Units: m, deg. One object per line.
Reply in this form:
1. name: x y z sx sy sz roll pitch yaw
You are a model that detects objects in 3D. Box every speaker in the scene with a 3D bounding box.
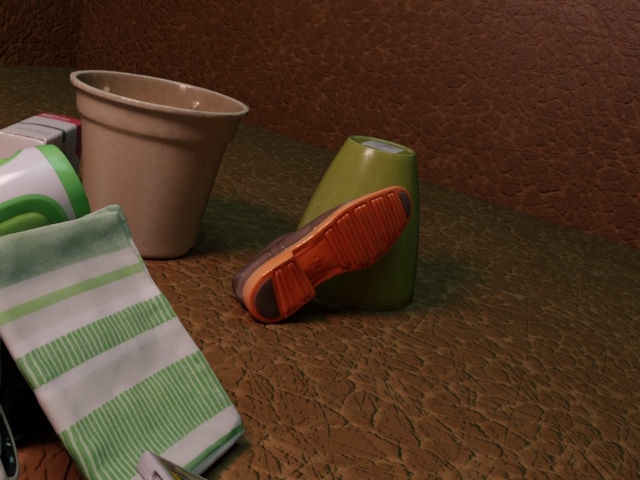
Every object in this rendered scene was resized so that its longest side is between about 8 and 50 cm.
1. speaker: -0.427 -0.006 0.899 0.297 0.131 0.131 -29 38 -27

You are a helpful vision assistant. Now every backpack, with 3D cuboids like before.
1. backpack: -0.344 0.110 0.896 0.144 0.188 0.166 22 20 25

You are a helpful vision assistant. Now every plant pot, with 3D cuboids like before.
1. plant pot: -0.332 -0.142 1.505 0.334 0.305 0.334 12 16 -4
2. plant pot: 0.087 -0.052 1.550 0.275 0.293 0.275 12 17 -4

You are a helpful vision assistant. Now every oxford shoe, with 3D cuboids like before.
1. oxford shoe: 0.000 0.000 1.380 0.364 0.130 0.133 -31 29 -18

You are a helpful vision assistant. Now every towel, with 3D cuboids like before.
1. towel: -0.220 0.124 0.851 0.038 0.324 0.248 -29 0 25

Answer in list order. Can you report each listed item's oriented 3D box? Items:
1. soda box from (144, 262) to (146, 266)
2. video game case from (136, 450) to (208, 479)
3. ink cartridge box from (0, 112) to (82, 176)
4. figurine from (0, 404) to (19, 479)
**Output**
1. soda box: -0.375 0.050 1.223 0.183 0.058 0.063 14 18 -2
2. video game case: -0.047 0.262 0.672 0.212 0.023 0.193 34 -12 -22
3. ink cartridge box: -0.577 -0.155 1.590 0.100 0.172 0.237 12 17 -2
4. figurine: -0.370 0.221 0.613 0.210 0.092 0.215 -17 11 -9
